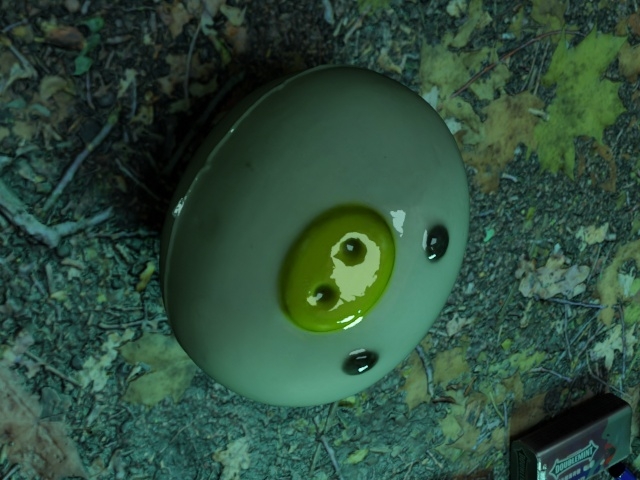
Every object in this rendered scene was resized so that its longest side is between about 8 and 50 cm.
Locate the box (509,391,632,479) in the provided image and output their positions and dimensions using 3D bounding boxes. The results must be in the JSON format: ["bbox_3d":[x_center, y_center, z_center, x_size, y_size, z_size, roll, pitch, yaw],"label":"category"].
[{"bbox_3d":[0.425,0.351,1.628,0.224,0.069,0.120,-20,119,-26],"label":"box"}]

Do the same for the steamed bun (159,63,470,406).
[{"bbox_3d":[-0.003,-0.003,1.047,0.333,0.334,0.374,27,99,-38],"label":"steamed bun"}]

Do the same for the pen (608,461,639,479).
[{"bbox_3d":[0.616,0.483,1.832,0.033,0.033,0.269,-52,128,-4],"label":"pen"}]
